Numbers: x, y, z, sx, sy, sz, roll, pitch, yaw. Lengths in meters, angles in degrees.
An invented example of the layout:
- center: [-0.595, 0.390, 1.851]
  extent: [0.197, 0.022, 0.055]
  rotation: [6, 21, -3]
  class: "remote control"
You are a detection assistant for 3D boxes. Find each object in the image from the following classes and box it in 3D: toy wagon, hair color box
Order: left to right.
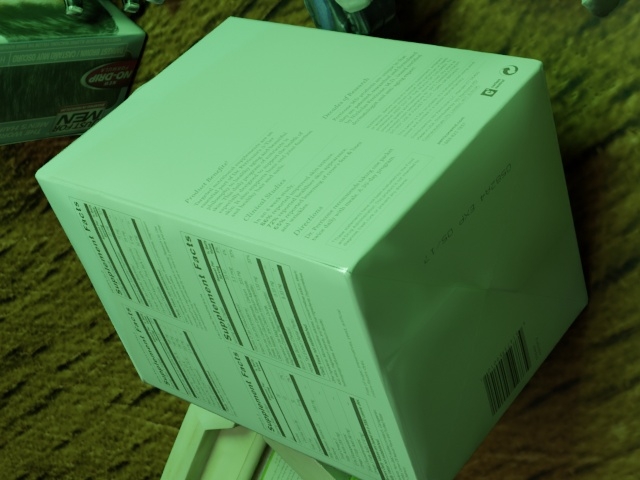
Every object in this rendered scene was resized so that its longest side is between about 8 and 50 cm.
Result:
- center: [-0.351, -0.237, 1.090]
  extent: [0.374, 0.185, 0.114]
  rotation: [43, 125, 26]
  class: "hair color box"
- center: [-0.004, 0.281, 0.994]
  extent: [0.344, 0.068, 0.267]
  rotation: [41, 125, 27]
  class: "toy wagon"

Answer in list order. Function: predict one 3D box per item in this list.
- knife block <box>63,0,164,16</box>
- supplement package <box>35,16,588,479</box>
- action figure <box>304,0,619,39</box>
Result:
- center: [-0.195, -0.333, 0.991]
  extent: [0.242, 0.088, 0.276]
  rotation: [28, 118, 33]
  class: "knife block"
- center: [0.000, 0.000, 0.784]
  extent: [0.262, 0.199, 0.198]
  rotation: [16, 139, 39]
  class: "supplement package"
- center: [0.064, -0.233, 0.777]
  extent: [0.330, 0.178, 0.341]
  rotation: [22, 145, 43]
  class: "action figure"
